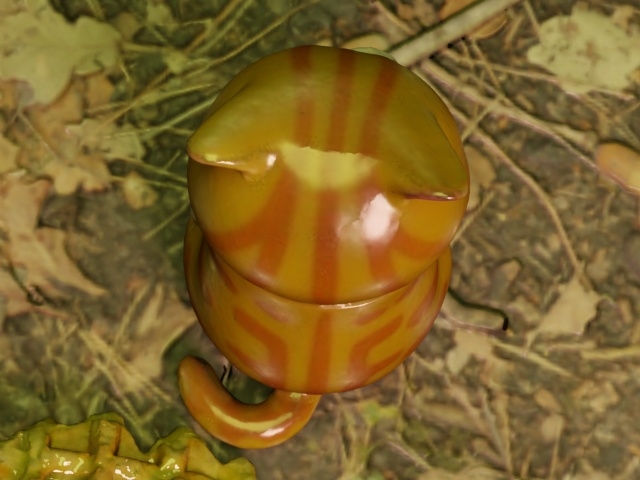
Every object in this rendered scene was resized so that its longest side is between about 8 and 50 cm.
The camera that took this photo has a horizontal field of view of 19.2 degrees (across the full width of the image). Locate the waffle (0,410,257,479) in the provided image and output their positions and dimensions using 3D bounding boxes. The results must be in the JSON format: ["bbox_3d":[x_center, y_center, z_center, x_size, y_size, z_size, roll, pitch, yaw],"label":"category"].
[{"bbox_3d":[-0.117,0.214,1.039,0.280,0.060,0.262,-26,59,-37],"label":"waffle"}]

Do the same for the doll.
[{"bbox_3d":[-0.001,-0.010,1.065,0.166,0.270,0.162,0,59,-2],"label":"doll"}]
